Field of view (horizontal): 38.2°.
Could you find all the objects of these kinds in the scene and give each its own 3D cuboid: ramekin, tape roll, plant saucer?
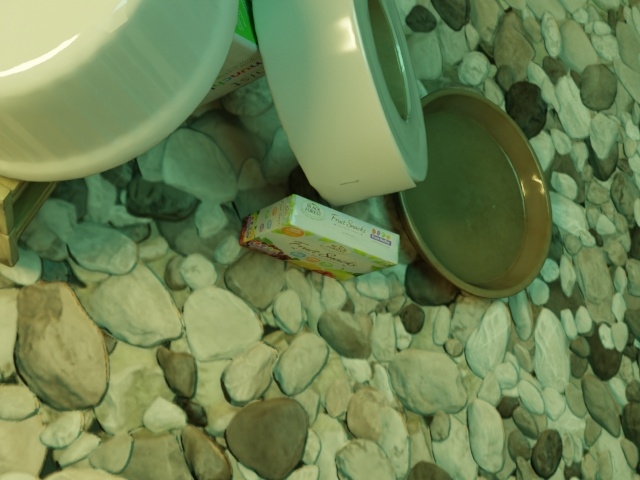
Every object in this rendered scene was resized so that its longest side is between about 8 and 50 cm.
[{"bbox_3d":[-0.206,-0.192,0.651,0.277,0.135,0.277,-2,78,8],"label":"ramekin"},{"bbox_3d":[0.028,-0.184,0.973,0.286,0.100,0.286,-13,90,-75],"label":"tape roll"},{"bbox_3d":[0.192,-0.059,1.186,0.277,0.041,0.278,12,68,-33],"label":"plant saucer"}]

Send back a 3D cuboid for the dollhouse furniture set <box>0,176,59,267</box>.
[{"bbox_3d":[-0.311,-0.092,0.785,0.183,0.129,0.129,27,59,0],"label":"dollhouse furniture set"}]

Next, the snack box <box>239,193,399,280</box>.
[{"bbox_3d":[0.000,0.000,0.984,0.141,0.100,0.037,20,65,-31],"label":"snack box"}]

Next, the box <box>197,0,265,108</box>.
[{"bbox_3d":[-0.165,-0.271,0.859,0.262,0.126,0.231,69,15,6],"label":"box"}]
